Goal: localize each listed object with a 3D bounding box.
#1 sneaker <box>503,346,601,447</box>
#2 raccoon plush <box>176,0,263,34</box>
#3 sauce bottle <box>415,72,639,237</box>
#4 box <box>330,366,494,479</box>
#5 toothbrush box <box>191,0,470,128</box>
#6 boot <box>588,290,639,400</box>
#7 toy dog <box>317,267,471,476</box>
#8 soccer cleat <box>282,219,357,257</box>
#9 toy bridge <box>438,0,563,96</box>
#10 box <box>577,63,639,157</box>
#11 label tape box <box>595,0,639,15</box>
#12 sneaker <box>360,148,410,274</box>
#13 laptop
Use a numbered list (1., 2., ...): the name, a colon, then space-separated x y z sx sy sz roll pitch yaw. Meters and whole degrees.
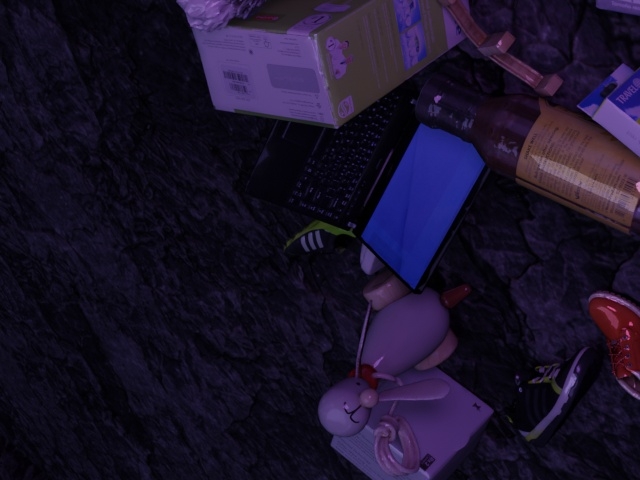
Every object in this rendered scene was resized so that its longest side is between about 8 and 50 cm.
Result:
1. sneaker: 0.322 0.218 1.604 0.097 0.084 0.234 39 142 18
2. raccoon plush: 0.079 -0.323 1.113 0.216 0.446 0.299 45 -178 -19
3. sauce bottle: 0.275 -0.112 1.342 0.344 0.111 0.111 29 138 24
4. box: 0.146 0.301 1.779 0.182 0.181 0.119 37 141 20
5. toothbrush box: 0.019 -0.259 1.352 0.206 0.283 0.122 14 131 39
6. boot: 0.400 0.139 1.455 0.158 0.085 0.059 48 145 7
7. toy dog: 0.127 0.155 1.609 0.220 0.333 0.161 38 131 -24
8. soccer cleat: 0.000 0.000 1.784 0.072 0.060 0.179 51 141 -2
9. toy bridge: 0.212 -0.238 1.341 0.188 0.026 0.063 39 175 -15
10. box: 0.385 -0.127 1.222 0.178 0.109 0.042 43 147 12
11. label tape box: 0.385 -0.365 1.023 0.241 0.106 0.333 20 134 34
12. sneaker: 0.091 -0.048 1.642 0.094 0.080 0.212 40 133 26
13. laptop: 0.060 -0.089 1.503 0.264 0.136 0.234 20 116 -14
